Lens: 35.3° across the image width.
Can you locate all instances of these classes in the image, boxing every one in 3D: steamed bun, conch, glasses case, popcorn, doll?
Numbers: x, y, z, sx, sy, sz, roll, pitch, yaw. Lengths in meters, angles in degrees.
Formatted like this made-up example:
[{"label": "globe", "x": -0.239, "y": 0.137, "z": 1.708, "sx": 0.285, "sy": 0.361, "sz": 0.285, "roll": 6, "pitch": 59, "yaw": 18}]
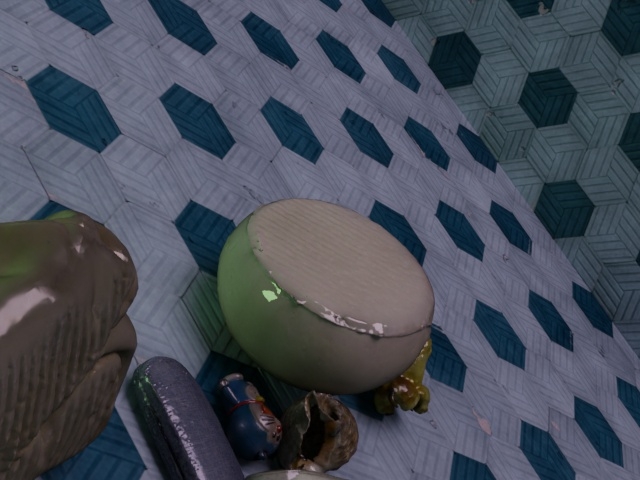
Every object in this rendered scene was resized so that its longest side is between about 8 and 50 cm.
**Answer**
[{"label": "steamed bun", "x": -0.004, "y": 0.109, "z": 1.691, "sx": 0.374, "sy": 0.241, "sz": 0.374, "roll": 20, "pitch": 33, "yaw": -14}, {"label": "conch", "x": -0.006, "y": 0.305, "z": 1.558, "sx": 0.130, "sy": 0.207, "sz": 0.155, "roll": 8, "pitch": 59, "yaw": 3}, {"label": "glasses case", "x": -0.178, "y": 0.287, "z": 1.417, "sx": 0.109, "sy": 0.067, "sz": 0.282, "roll": 10, "pitch": 44, "yaw": -59}, {"label": "steamed bun", "x": -0.385, "y": 0.119, "z": 1.106, "sx": 0.255, "sy": 0.342, "sz": 0.367, "roll": 27, "pitch": 31, "yaw": 14}, {"label": "popcorn", "x": 0.119, "y": 0.223, "z": 1.841, "sx": 0.168, "sy": 0.173, "sz": 0.195, "roll": 2, "pitch": 71, "yaw": -6}, {"label": "doll", "x": -0.108, "y": 0.272, "z": 1.522, "sx": 0.114, "sy": 0.085, "sz": 0.152, "roll": 48, "pitch": 10, "yaw": -44}]

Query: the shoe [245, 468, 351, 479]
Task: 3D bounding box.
[{"label": "shoe", "x": 0.020, "y": 0.424, "z": 1.424, "sx": 0.316, "sy": 0.124, "sz": 0.159, "roll": 26, "pitch": 54, "yaw": -36}]
